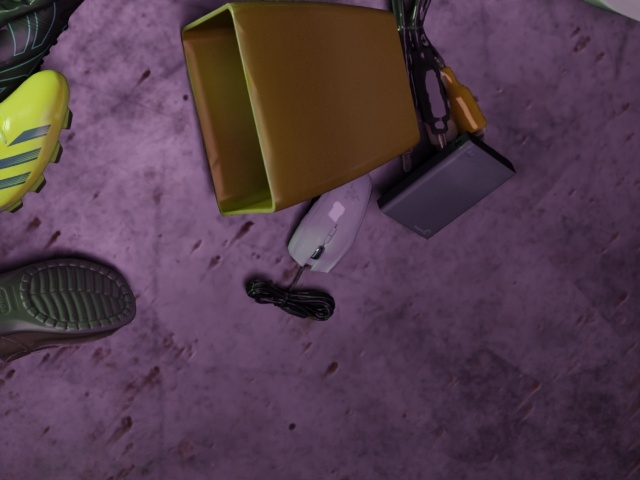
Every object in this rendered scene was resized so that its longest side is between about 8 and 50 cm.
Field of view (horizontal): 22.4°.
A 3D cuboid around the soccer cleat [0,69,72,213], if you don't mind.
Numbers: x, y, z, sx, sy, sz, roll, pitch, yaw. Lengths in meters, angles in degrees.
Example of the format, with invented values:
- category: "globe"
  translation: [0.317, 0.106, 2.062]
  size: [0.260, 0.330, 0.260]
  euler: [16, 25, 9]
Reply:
- category: "soccer cleat"
  translation: [-0.372, -0.072, 1.699]
  size: [0.121, 0.093, 0.289]
  euler: [29, 113, -37]

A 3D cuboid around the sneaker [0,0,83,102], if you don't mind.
- category: "sneaker"
  translation: [-0.330, -0.220, 1.716]
  size: [0.267, 0.101, 0.106]
  euler: [-36, 138, -7]

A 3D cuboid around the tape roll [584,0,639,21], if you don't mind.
- category: "tape roll"
  translation: [0.380, -0.389, 1.810]
  size: [0.286, 0.100, 0.286]
  euler: [-3, 104, -11]

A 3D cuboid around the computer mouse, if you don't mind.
- category: "computer mouse"
  translation: [0.000, 0.000, 1.858]
  size: [0.106, 0.042, 0.193]
  euler: [24, 98, -16]

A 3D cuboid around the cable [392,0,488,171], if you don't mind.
- category: "cable"
  translation: [0.101, -0.216, 1.833]
  size: [0.139, 0.072, 0.287]
  euler: [-11, 95, 8]

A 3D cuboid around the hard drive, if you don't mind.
- category: "hard drive"
  translation: [0.143, -0.061, 1.842]
  size: [0.135, 0.022, 0.094]
  euler: [-37, 138, 23]

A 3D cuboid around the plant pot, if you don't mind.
- category: "plant pot"
  translation: [-0.015, -0.151, 1.720]
  size: [0.187, 0.212, 0.212]
  euler: [-14, 94, -18]

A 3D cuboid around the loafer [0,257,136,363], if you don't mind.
- category: "loafer"
  translation: [-0.331, 0.082, 1.794]
  size: [0.251, 0.087, 0.094]
  euler: [-3, 64, -20]
